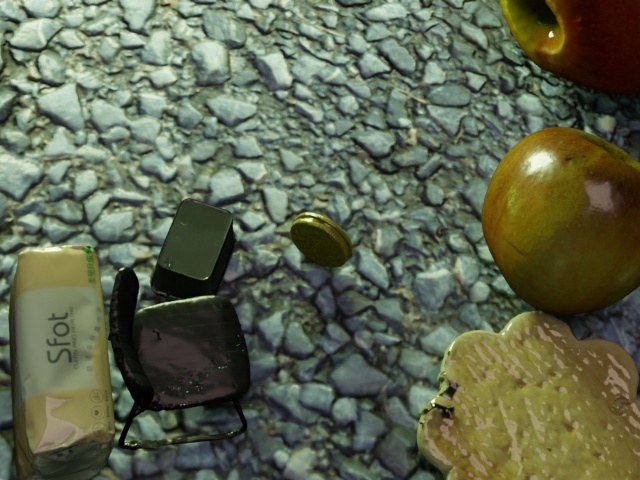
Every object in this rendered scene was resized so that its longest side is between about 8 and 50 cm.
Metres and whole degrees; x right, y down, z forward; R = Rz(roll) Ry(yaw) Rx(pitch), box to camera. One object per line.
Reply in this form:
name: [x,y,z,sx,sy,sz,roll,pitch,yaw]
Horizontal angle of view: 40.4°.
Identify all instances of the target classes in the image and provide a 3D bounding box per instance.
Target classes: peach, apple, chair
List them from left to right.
chair: [-0.147,0.119,0.908,0.145,0.221,0.140,-7,64,-14]
apple: [0.310,-0.022,1.084,0.237,0.207,0.237,26,23,-12]
peach: [0.442,-0.382,1.240,0.373,0.290,0.372,2,70,-5]

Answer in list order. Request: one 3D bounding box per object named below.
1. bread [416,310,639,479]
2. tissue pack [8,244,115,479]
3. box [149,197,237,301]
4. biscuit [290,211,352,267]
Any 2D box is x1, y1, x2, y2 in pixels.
bread: [0.263,0.229,1.027,0.316,0.054,0.316,4,61,-8]
tissue pack: [-0.272,0.139,0.896,0.090,0.186,0.222,1,62,-23]
box: [-0.152,0.011,1.050,0.084,0.069,0.122,17,62,0]
biscuit: [0.000,0.000,1.076,0.084,0.084,0.023,31,61,6]
